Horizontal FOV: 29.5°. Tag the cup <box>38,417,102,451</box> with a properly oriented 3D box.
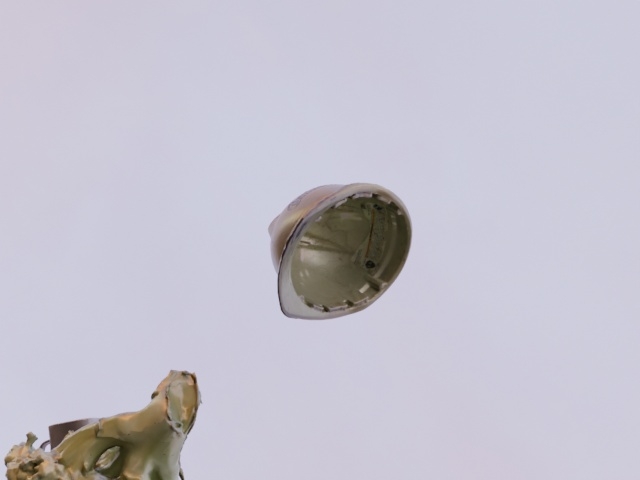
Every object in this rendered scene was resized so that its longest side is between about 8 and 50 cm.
[{"bbox_3d":[-0.408,0.367,2.014,0.128,0.095,0.129,-13,-103,15],"label":"cup"}]

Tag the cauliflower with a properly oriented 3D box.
[{"bbox_3d":[-0.277,0.346,1.681,0.327,0.260,0.281,19,-52,-11],"label":"cauliflower"}]

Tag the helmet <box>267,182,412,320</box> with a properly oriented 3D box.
[{"bbox_3d":[-0.005,-0.001,1.709,0.137,0.258,0.204,28,-67,40],"label":"helmet"}]
